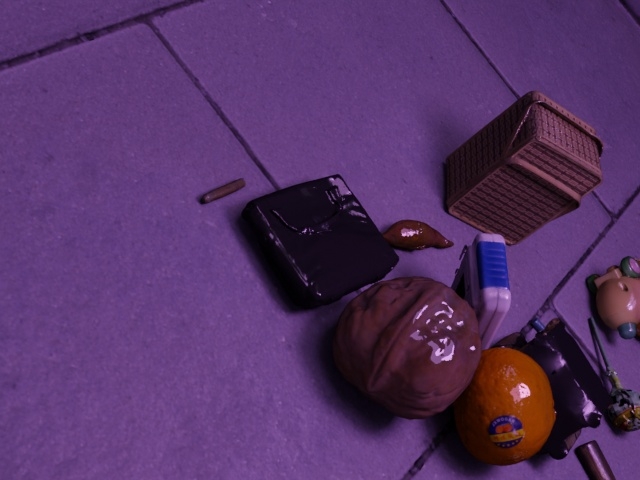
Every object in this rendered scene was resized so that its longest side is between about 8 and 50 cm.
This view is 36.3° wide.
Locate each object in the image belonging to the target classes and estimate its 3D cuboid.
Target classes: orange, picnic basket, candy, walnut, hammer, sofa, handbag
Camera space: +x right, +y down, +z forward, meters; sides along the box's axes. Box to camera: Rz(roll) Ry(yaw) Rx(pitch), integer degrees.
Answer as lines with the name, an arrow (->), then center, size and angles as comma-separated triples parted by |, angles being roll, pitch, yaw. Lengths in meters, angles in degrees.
orange -> 0.343, 0.311, 1.839 | 0.193, 0.219, 0.219 | -15, 65, 0
picnic basket -> 0.455, -0.154, 2.194 | 0.228, 0.313, 0.175 | 27, 46, -25
candy -> 0.671, 0.297, 2.238 | 0.083, 0.091, 0.305 | 11, 47, -23
walnut -> 0.158, 0.187, 1.759 | 0.273, 0.227, 0.273 | 18, 56, -28
hammer -> 0.654, 0.619, 2.010 | 0.168, 0.044, 0.439 | -13, 71, -44
sofa -> 0.458, 0.305, 2.013 | 0.258, 0.182, 0.200 | 58, 25, 9
handbag -> 0.000, 0.000, 1.863 | 0.275, 0.088, 0.244 | -23, 75, -44

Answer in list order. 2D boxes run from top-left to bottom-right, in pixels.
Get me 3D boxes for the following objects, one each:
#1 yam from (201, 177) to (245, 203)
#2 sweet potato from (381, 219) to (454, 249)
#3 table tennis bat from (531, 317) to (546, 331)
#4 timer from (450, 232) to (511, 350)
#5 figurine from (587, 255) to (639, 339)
yam -> -0.180, -0.092, 1.820 | 0.021, 0.021, 0.116 | 54, 41, 5
sweet potato -> 0.217, -0.010, 2.072 | 0.226, 0.068, 0.068 | 5, 58, -39
table tennis bat -> 0.530, 0.236, 2.199 | 0.155, 0.019, 0.100 | 48, 42, -5
timer -> 0.302, 0.119, 1.924 | 0.078, 0.253, 0.178 | 5, 52, -5
figurine -> 0.794, 0.150, 2.412 | 0.325, 0.124, 0.222 | -10, 68, -48
